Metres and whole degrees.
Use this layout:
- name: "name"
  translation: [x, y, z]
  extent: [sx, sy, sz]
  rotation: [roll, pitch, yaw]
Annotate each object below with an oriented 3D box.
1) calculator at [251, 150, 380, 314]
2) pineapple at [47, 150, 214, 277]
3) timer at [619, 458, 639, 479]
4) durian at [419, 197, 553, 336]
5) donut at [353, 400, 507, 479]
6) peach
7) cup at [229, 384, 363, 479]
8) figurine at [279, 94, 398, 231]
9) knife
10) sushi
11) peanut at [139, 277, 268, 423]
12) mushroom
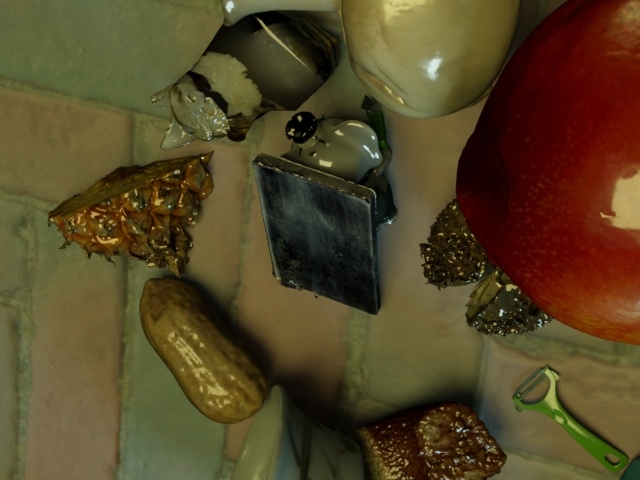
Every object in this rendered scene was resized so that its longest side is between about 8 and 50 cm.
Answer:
- name: "calculator"
  translation: [0.000, 0.000, 1.410]
  extent: [0.161, 0.021, 0.262]
  rotation: [20, 149, 17]
- name: "pineapple"
  translation: [-0.255, -0.007, 1.521]
  extent: [0.249, 0.140, 0.164]
  rotation: [-9, 106, 20]
- name: "timer"
  translation: [0.366, 0.415, 1.368]
  extent: [0.091, 0.250, 0.232]
  rotation: [28, 115, 8]
- name: "durian"
  translation: [0.222, 0.012, 1.351]
  extent: [0.196, 0.167, 0.196]
  rotation: [-2, 110, -6]
- name: "donut"
  translation: [0.132, 0.280, 1.491]
  extent: [0.126, 0.144, 0.186]
  rotation: [64, 158, -2]
- name: "peach"
  translation: [0.327, -0.077, 1.146]
  extent: [0.388, 0.388, 0.388]
  rotation: [7, 110, 18]
- name: "cup"
  translation: [-0.036, 0.377, 1.488]
  extent: [0.163, 0.347, 0.347]
  rotation: [18, 115, -8]
- name: "figurine"
  translation: [0.024, -0.088, 1.388]
  extent: [0.147, 0.126, 0.192]
  rotation: [-29, 128, 15]
- name: "knife"
  translation: [0.323, 0.239, 1.451]
  extent: [0.166, 0.022, 0.078]
  rotation: [43, 122, 3]
- name: "sushi"
  translation: [-0.095, -0.197, 1.423]
  extent: [0.134, 0.109, 0.273]
  rotation: [50, 131, -6]
- name: "peanut"
  translation: [-0.165, 0.148, 1.553]
  extent: [0.236, 0.120, 0.110]
  rotation: [50, 122, 12]
- name: "mushroom"
  translation: [0.052, -0.287, 1.208]
  extent: [0.336, 0.314, 0.314]
  rotation: [2, 109, 6]
